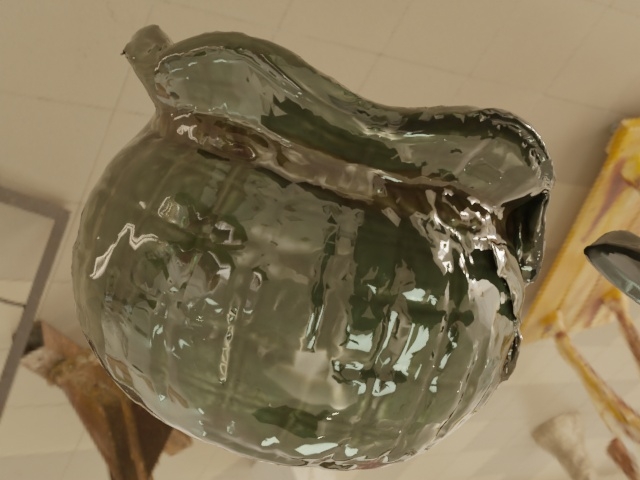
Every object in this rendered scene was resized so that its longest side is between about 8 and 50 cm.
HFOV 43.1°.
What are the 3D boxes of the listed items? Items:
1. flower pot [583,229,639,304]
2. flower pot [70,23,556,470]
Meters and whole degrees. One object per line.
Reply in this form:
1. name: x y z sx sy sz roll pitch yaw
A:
1. flower pot: 0.268 -0.069 0.266 0.379 0.251 0.380 2 111 5
2. flower pot: 0.000 0.000 0.523 0.301 0.301 0.213 10 100 -37
